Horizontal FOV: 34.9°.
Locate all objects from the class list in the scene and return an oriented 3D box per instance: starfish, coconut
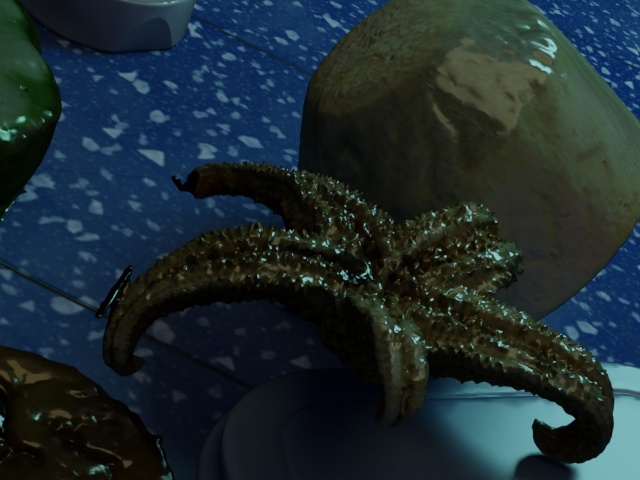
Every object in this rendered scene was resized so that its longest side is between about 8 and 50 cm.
[{"bbox_3d":[0.019,0.037,0.618,0.303,0.113,0.312,6,23,-13],"label":"starfish"},{"bbox_3d":[0.138,-0.056,0.893,0.329,0.329,0.329,17,38,-14],"label":"coconut"}]

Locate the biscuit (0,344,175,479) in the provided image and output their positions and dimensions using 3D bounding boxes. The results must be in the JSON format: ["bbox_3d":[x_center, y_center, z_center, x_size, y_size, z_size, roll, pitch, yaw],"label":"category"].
[{"bbox_3d":[-0.210,0.171,0.586,0.296,0.075,0.296,16,38,-13],"label":"biscuit"}]

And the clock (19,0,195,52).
[{"bbox_3d":[-0.234,-0.290,1.126,0.197,0.068,0.197,16,38,-13],"label":"clock"}]

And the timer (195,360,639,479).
[{"bbox_3d":[0.117,0.245,0.582,0.395,0.173,0.395,9,33,-6],"label":"timer"}]

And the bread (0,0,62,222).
[{"bbox_3d":[-0.399,-0.127,0.780,0.366,0.129,0.382,36,38,11],"label":"bread"}]
